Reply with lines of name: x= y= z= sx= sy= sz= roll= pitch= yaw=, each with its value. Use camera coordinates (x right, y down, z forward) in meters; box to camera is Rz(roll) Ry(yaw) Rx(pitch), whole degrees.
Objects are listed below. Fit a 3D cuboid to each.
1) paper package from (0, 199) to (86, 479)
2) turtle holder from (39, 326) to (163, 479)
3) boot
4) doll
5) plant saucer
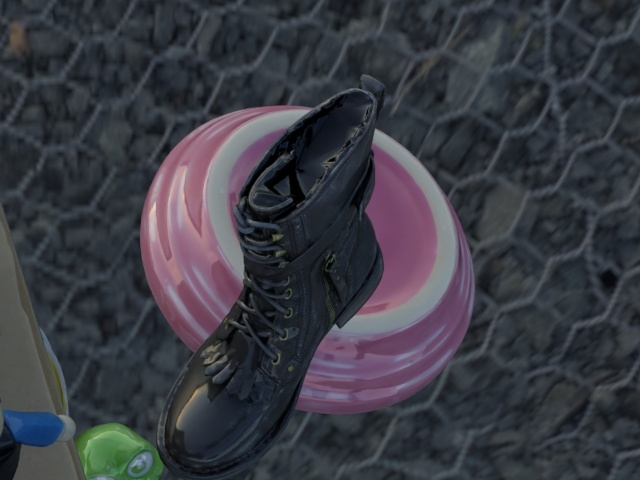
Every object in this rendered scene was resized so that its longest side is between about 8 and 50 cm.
paper package: x=-0.321 y=0.139 z=1.162 sx=0.309 sy=0.168 sz=0.325 roll=-19 pitch=92 yaw=-40
turtle holder: x=-0.313 y=0.151 z=1.490 sx=0.243 sy=0.227 sz=0.320 roll=-30 pitch=64 yaw=-29
boot: x=-0.039 y=0.027 z=1.270 sx=0.091 sy=0.229 sz=0.263 roll=30 pitch=70 yaw=16
doll: x=-0.193 y=0.123 z=0.992 sx=0.129 sy=0.189 sz=0.046 roll=-16 pitch=66 yaw=-19
plant saucer: x=0.000 y=0.000 z=1.718 sx=0.332 sy=0.084 sz=0.332 roll=11 pitch=55 yaw=-16
